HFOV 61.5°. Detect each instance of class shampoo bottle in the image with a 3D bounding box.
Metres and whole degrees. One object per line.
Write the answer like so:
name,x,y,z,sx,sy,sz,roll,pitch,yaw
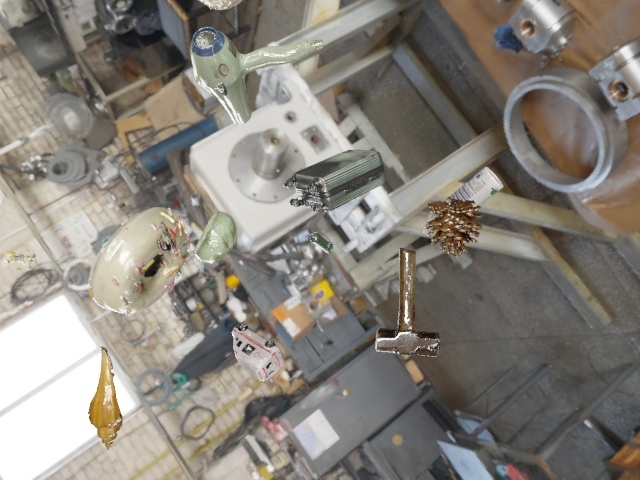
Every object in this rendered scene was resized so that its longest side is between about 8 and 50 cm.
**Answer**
shampoo bottle,0.466,-0.115,1.813,0.092,0.303,0.092,36,-154,-22

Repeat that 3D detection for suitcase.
suitcase,0.055,-0.204,1.798,0.202,0.312,0.128,18,129,55

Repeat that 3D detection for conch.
conch,-0.639,0.471,1.575,0.109,0.093,0.331,-148,52,-63

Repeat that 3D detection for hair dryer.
hair dryer,-0.162,-0.383,1.300,0.296,0.298,0.119,120,145,-64

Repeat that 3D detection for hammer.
hammer,0.334,0.233,2.053,0.095,0.242,0.409,21,-110,-80

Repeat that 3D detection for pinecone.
pinecone,0.420,-0.048,1.691,0.150,0.179,0.195,51,-143,-67

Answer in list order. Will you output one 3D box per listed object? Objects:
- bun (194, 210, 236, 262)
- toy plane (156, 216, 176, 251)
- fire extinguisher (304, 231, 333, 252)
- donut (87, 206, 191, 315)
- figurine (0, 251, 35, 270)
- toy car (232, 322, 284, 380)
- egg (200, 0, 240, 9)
bun,-0.373,-0.004,1.952,0.118,0.195,0.195,31,168,-15
toy plane,-0.438,-0.010,1.516,0.031,0.049,0.121,15,-140,-46
fire extinguisher,0.000,0.000,1.291,0.083,0.038,0.025,35,-162,-42
donut,-0.565,0.076,1.735,0.142,0.383,0.383,31,156,12
figurine,-0.843,0.050,1.499,0.051,0.083,0.047,-58,43,37
toy car,-0.214,0.345,1.663,0.209,0.108,0.089,23,144,37
egg,-0.280,-0.789,1.542,0.203,0.245,0.203,24,-164,-7
